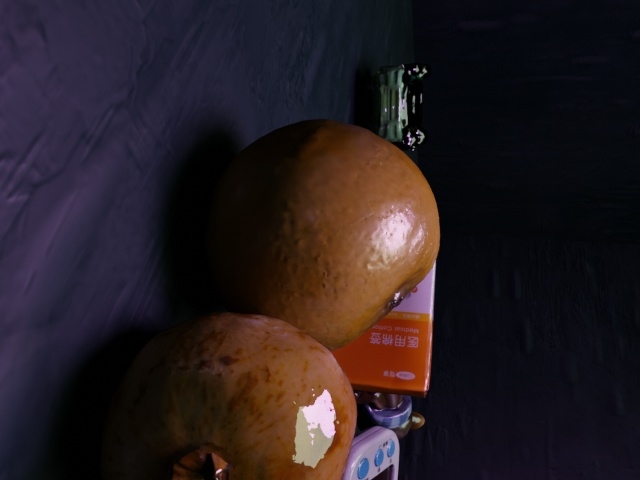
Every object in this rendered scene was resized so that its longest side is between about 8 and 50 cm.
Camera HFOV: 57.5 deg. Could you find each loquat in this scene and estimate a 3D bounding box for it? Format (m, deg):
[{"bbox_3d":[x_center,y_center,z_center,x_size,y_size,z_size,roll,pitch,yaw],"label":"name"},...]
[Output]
[{"bbox_3d":[0.000,0.000,0.648,0.263,0.263,0.263,3,90,-76],"label":"loquat"}]

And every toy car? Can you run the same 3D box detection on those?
[{"bbox_3d":[0.191,-0.352,1.526,0.358,0.176,0.213,-38,130,-67],"label":"toy car"}]

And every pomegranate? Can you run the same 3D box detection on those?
[{"bbox_3d":[-0.069,0.164,0.479,0.215,0.215,0.215,3,90,-76],"label":"pomegranate"}]

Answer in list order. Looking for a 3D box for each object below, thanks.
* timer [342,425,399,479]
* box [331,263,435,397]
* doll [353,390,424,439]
[{"bbox_3d":[0.101,0.590,1.430,0.262,0.087,0.237,-4,100,-54],"label":"timer"},{"bbox_3d":[0.146,0.177,1.336,0.143,0.225,0.341,62,33,-67],"label":"box"},{"bbox_3d":[0.167,0.401,1.609,0.318,0.209,0.340,-30,127,-34],"label":"doll"}]
